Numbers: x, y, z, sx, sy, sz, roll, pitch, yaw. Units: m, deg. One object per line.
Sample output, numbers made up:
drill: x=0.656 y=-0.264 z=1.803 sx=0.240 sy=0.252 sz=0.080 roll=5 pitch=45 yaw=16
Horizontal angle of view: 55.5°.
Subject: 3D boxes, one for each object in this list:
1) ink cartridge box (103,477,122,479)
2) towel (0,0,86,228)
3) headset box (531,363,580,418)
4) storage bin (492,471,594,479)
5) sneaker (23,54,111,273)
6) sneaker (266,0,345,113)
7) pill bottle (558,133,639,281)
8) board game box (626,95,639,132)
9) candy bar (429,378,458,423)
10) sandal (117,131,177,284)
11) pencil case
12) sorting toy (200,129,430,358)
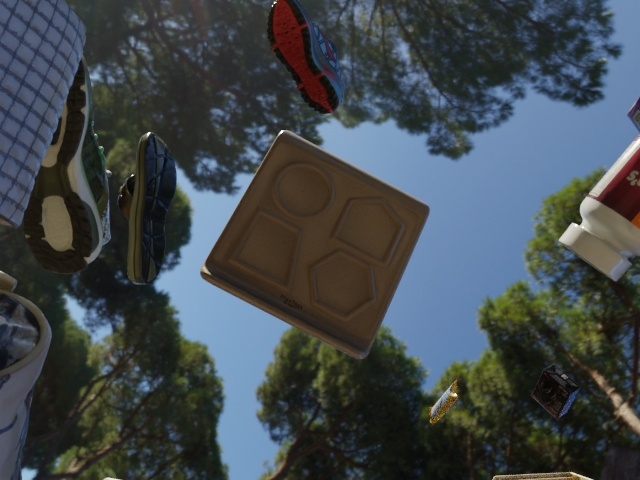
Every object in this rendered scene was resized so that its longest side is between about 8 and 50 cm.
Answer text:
ink cartridge box: x=-0.289 y=0.541 z=0.992 sx=0.297 sy=0.261 sz=0.066 roll=-1 pitch=-46 yaw=24
towel: x=-0.358 y=-0.163 z=0.507 sx=0.121 sy=0.284 sz=0.234 roll=3 pitch=-111 yaw=29
headset box: x=0.427 y=0.278 z=1.108 sx=0.062 sy=0.032 sz=0.083 roll=45 pitch=-39 yaw=38
storage bin: x=0.512 y=0.561 z=1.201 sx=0.262 sy=0.261 sz=0.123 roll=-3 pitch=-102 yaw=62
sneaker: x=-0.464 y=-0.152 z=1.135 sx=0.158 sy=0.182 sz=0.409 roll=2 pitch=-81 yaw=5
sneaker: x=-0.025 y=-0.412 z=1.334 sx=0.104 sy=0.125 sz=0.261 roll=-11 pitch=-62 yaw=32
pill bottle: x=0.459 y=-0.055 z=0.879 sx=0.121 sy=0.121 sz=0.221 roll=44 pitch=-77 yaw=33
board game box: x=0.377 y=-0.041 z=0.430 sx=0.144 sy=0.142 sz=0.275 roll=60 pitch=5 yaw=-72
candy bar: x=0.264 y=0.346 z=1.293 sx=0.161 sy=0.018 sz=0.040 roll=108 pitch=-12 yaw=-51
sandal: x=-0.348 y=-0.067 z=1.168 sx=0.086 sy=0.120 sz=0.302 roll=2 pitch=-103 yaw=16
pencil case: x=-0.402 y=0.237 z=0.677 sx=0.183 sy=0.160 sz=0.410 roll=-108 pitch=-148 yaw=-59
sorting toy: x=0.000 y=0.000 z=0.660 sx=0.193 sy=0.208 sz=0.038 roll=28 pitch=-26 yaw=-2
